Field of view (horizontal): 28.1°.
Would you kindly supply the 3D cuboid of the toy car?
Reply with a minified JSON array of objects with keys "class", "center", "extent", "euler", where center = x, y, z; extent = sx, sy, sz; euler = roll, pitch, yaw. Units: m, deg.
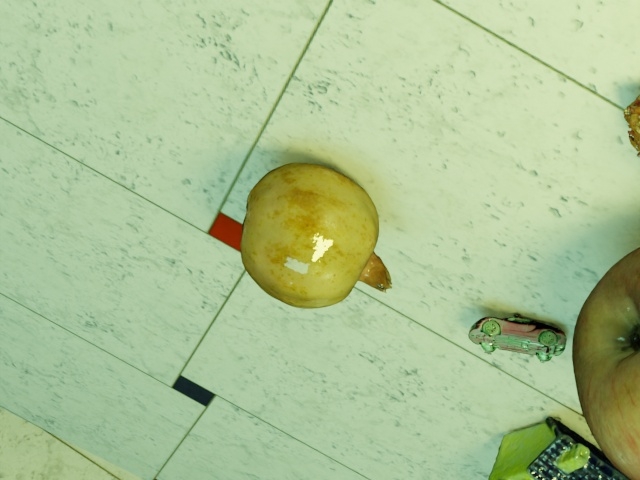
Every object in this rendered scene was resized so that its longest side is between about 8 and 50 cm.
[{"class":"toy car","center":[0.289,0.138,1.871],"extent":[0.142,0.055,0.069],"euler":[9,155,9]}]

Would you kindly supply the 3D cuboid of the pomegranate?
[{"class":"pomegranate","center":[-0.015,-0.007,1.763],"extent":[0.207,0.207,0.207],"euler":[20,149,13]}]

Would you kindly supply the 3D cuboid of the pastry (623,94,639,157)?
[{"class":"pastry","center":[0.398,-0.104,1.414],"extent":[0.087,0.063,0.169],"euler":[28,163,48]}]

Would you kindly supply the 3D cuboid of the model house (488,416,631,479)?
[{"class":"model house","center":[0.403,0.403,2.071],"extent":[0.194,0.170,0.211],"euler":[36,148,-10]}]

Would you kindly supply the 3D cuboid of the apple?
[{"class":"apple","center":[0.438,0.140,1.496],"extent":[0.269,0.345,0.344],"euler":[42,146,-20]}]
